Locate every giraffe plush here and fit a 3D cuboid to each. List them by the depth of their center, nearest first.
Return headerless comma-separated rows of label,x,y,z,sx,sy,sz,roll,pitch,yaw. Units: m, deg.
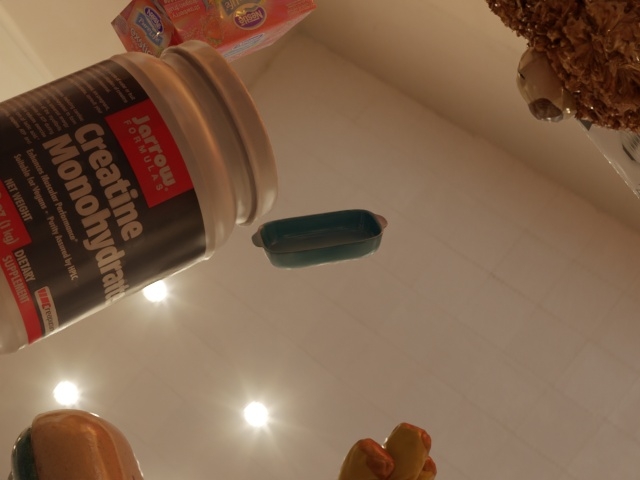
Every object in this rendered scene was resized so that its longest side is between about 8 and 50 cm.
giraffe plush,0.100,0.353,1.351,0.210,0.181,0.170,-32,-137,-27

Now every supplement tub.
supplement tub,-0.193,-0.042,0.921,0.272,0.191,0.191,-27,-121,-21

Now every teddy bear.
teddy bear,0.153,-0.206,0.816,0.113,0.245,0.338,-24,-104,-3

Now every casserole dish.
casserole dish,0.000,0.000,1.510,0.188,0.037,0.114,-8,-156,-9

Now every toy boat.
toy boat,-0.226,0.316,1.122,0.148,0.318,0.267,-22,-108,-1

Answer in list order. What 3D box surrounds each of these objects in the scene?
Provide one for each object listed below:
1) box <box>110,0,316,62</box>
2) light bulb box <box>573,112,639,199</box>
box,-0.175,-0.380,1.851,0.300,0.154,0.142,-31,-88,-40
light bulb box,0.514,-0.267,1.497,0.225,0.361,0.358,-27,-113,-17
